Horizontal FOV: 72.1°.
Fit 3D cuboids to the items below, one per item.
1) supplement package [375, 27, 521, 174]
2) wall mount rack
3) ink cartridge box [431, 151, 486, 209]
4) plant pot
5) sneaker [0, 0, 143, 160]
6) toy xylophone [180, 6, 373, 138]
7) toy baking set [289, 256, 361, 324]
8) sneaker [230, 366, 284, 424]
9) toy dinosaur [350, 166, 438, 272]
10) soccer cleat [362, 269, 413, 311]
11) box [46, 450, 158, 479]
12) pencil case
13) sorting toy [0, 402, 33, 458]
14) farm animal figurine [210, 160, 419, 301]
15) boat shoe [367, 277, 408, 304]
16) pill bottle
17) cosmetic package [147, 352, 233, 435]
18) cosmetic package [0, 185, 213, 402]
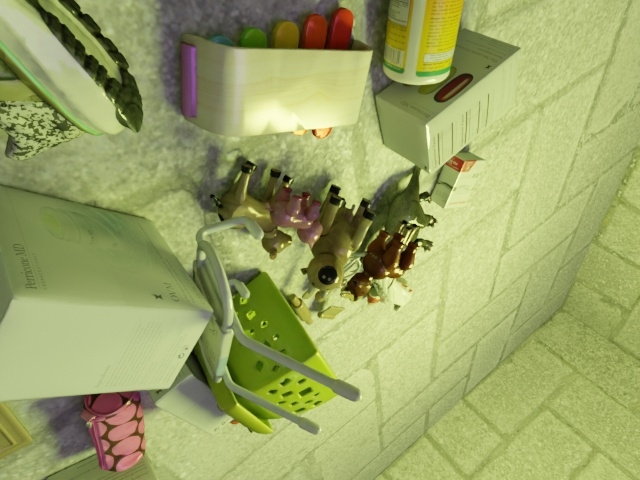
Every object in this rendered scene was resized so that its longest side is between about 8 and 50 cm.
[{"bbox_3d":[0.247,-0.271,0.855,0.244,0.139,0.134,-40,144,-12],"label":"supplement package"},{"bbox_3d":[-0.095,0.145,0.652,0.130,0.304,0.350,-18,153,-26],"label":"wall mount rack"},{"bbox_3d":[0.352,-0.155,1.132,0.099,0.056,0.135,-10,128,-39],"label":"ink cartridge box"},{"bbox_3d":[-0.112,0.243,0.893,0.207,0.228,0.227,-34,141,-9],"label":"plant pot"},{"bbox_3d":[-0.343,-0.199,0.347,0.182,0.158,0.410,-32,138,7],"label":"sneaker"},{"bbox_3d":[-0.036,-0.255,0.634,0.322,0.081,0.236,-9,128,-40],"label":"toy xylophone"},{"bbox_3d":[0.020,0.114,1.025,0.196,0.030,0.256,-32,146,0],"label":"toy baking set"},{"bbox_3d":[-0.163,0.342,1.046,0.221,0.083,0.087,-49,135,-4],"label":"sneaker"},{"bbox_3d":[0.201,-0.041,1.033,0.160,0.121,0.314,-7,130,-49],"label":"toy dinosaur"},{"bbox_3d":[0.171,0.124,1.156,0.196,0.068,0.076,37,87,-34],"label":"soccer cleat"},{"bbox_3d":[-0.440,0.537,0.907,0.181,0.119,0.181,-15,133,-36],"label":"box"},{"bbox_3d":[-0.384,0.349,0.821,0.098,0.095,0.210,-60,161,-53],"label":"pencil case"},{"bbox_3d":[-0.608,0.313,0.612,0.307,0.041,0.229,-24,141,-28],"label":"sorting toy"},{"bbox_3d":[0.000,0.000,0.794,0.172,0.330,0.326,-65,169,17],"label":"farm animal figurine"},{"bbox_3d":[0.188,0.143,1.241,0.136,0.049,0.043,-19,138,-29],"label":"boat shoe"},{"bbox_3d":[0.168,-0.372,0.705,0.117,0.117,0.209,-26,137,-27],"label":"pill bottle"},{"bbox_3d":[-0.257,0.291,0.874,0.085,0.117,0.231,-39,143,-13],"label":"cosmetic package"},{"bbox_3d":[-0.295,0.060,0.539,0.224,0.224,0.138,14,112,-50],"label":"cosmetic package"}]
